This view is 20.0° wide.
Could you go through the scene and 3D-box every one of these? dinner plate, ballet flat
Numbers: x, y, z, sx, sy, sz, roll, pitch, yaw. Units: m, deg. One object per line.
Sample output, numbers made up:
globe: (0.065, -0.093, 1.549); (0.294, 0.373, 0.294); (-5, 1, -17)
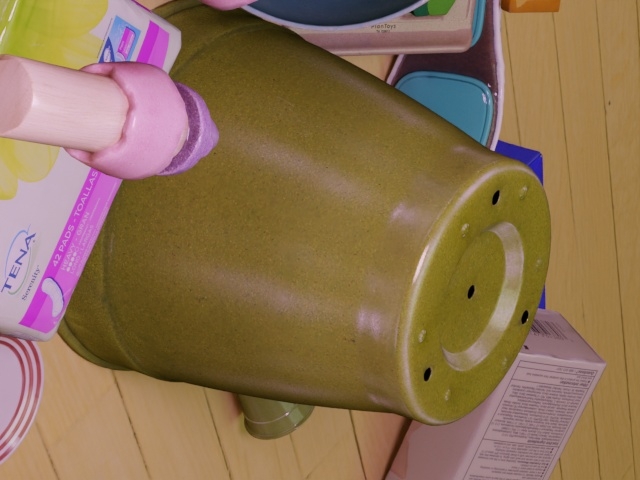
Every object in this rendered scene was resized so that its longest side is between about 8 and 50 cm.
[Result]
dinner plate: (-0.293, 0.138, 1.565); (0.141, 0.017, 0.141); (-34, 134, -44)
ballet flat: (0.145, -0.199, 1.956); (0.139, 0.139, 0.400); (-19, 121, -51)

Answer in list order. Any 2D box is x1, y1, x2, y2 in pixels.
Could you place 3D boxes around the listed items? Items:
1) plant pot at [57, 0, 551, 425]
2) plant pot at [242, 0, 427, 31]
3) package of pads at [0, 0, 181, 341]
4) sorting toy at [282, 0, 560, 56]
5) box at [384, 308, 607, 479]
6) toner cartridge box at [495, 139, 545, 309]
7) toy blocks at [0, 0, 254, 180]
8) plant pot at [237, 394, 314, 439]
plant pot: (0.000, 0.000, 1.616); (0.366, 0.353, 0.366); (-33, 133, -44)
plant pot: (0.005, -0.331, 1.561); (0.195, 0.290, 0.290); (-96, -160, -80)
package of pads: (-0.251, -0.083, 1.429); (0.229, 0.101, 0.296); (29, 82, -58)
sorting toy: (0.116, -0.296, 1.794); (0.307, 0.041, 0.229); (-5, 112, -24)
box: (0.196, 0.236, 2.155); (0.148, 0.121, 0.311); (11, 115, -32)
toner cartridge box: (0.203, 0.065, 2.219); (0.165, 0.075, 0.348); (-38, 136, -38)
toy blocks: (-0.141, -0.212, 1.041); (0.260, 0.288, 0.309); (7, 103, -60)
plant pot: (-0.058, 0.150, 1.881); (0.083, 0.083, 0.079); (-52, 131, -27)
